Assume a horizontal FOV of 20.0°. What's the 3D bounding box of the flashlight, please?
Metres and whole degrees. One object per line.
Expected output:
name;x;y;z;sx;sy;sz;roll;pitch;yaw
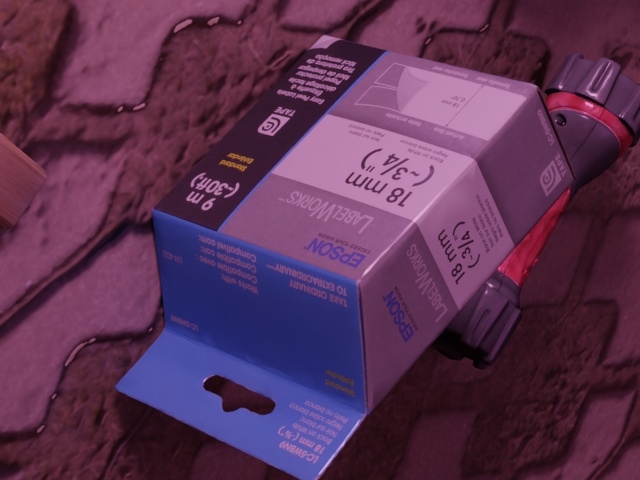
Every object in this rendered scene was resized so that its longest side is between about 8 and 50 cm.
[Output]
flashlight;0.203;-0.027;1.704;0.304;0.103;0.103;-59;136;-14

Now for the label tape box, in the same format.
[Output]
label tape box;0.000;0.000;1.408;0.334;0.240;0.106;-48;132;-23

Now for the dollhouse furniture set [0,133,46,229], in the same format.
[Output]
dollhouse furniture set;-0.357;0.047;1.117;0.303;0.174;0.355;44;71;-43
